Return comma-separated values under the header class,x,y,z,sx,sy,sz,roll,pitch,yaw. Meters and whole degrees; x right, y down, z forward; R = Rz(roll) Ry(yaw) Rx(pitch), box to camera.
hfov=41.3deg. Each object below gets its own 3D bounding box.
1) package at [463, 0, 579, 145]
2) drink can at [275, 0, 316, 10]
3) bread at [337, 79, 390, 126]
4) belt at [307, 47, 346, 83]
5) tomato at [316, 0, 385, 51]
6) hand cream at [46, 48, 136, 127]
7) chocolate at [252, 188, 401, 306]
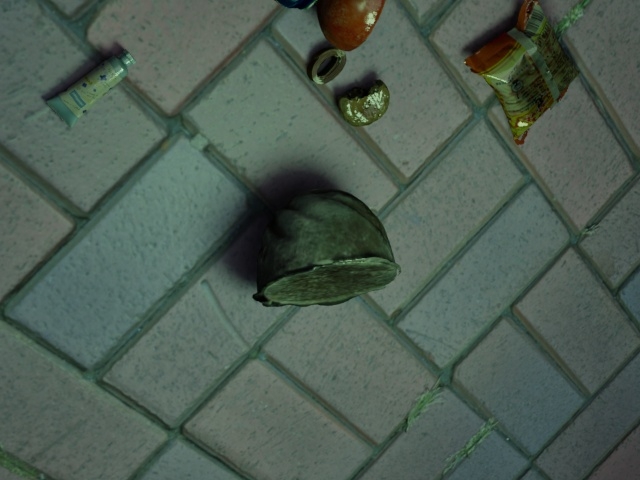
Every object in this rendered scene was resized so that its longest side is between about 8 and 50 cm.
class,x,y,z,sx,sy,sz,roll,pitch,yaw
package,0.459,-0.368,1.883,0.223,0.108,0.288,-47,126,1
drink can,-0.089,-0.508,1.540,0.204,0.118,0.118,24,100,-31
bread,0.089,-0.282,1.764,0.113,0.060,0.082,-21,119,-15
belt,0.010,-0.353,1.708,0.083,0.036,0.059,-44,117,-3
tomato,0.058,-0.471,1.579,0.095,0.237,0.237,19,103,-15
hand cream,-0.406,-0.280,1.530,0.170,0.043,0.065,-39,118,0
chocolate,0.000,0.000,1.736,0.303,0.303,0.213,-1,68,-26
